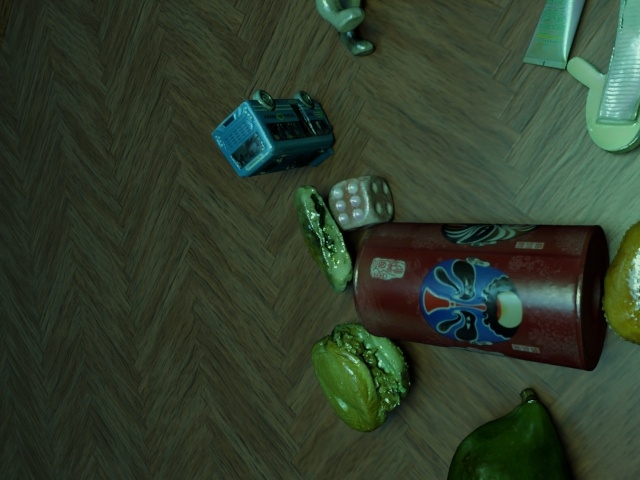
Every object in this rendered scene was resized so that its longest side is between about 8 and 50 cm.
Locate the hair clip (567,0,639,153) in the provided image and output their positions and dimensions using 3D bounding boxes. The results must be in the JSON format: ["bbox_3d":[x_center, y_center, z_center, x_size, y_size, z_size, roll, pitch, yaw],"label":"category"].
[{"bbox_3d":[0.422,-0.233,0.756,0.159,0.071,0.218,16,105,46],"label":"hair clip"}]

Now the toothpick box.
[{"bbox_3d":[0.243,0.072,0.828,0.334,0.204,0.204,2,93,38],"label":"toothpick box"}]

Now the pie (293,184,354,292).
[{"bbox_3d":[0.003,-0.001,1.044,0.052,0.185,0.218,-25,86,-8],"label":"pie"}]

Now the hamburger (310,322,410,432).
[{"bbox_3d":[0.071,0.247,1.000,0.189,0.122,0.215,53,152,13],"label":"hamburger"}]

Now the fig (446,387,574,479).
[{"bbox_3d":[0.298,0.349,0.817,0.196,0.195,0.244,21,82,34],"label":"fig"}]

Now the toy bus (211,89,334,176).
[{"bbox_3d":[-0.079,-0.201,1.031,0.114,0.246,0.134,-34,84,33],"label":"toy bus"}]

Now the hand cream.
[{"bbox_3d":[0.366,-0.353,0.812,0.076,0.047,0.174,35,118,48],"label":"hand cream"}]

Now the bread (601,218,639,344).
[{"bbox_3d":[0.463,0.056,0.723,0.132,0.114,0.190,17,97,38],"label":"bread"}]

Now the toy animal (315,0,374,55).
[{"bbox_3d":[0.105,-0.531,0.905,0.345,0.194,0.302,-23,84,30],"label":"toy animal"}]

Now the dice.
[{"bbox_3d":[0.076,-0.068,1.012,0.094,0.091,0.093,-16,83,36],"label":"dice"}]
